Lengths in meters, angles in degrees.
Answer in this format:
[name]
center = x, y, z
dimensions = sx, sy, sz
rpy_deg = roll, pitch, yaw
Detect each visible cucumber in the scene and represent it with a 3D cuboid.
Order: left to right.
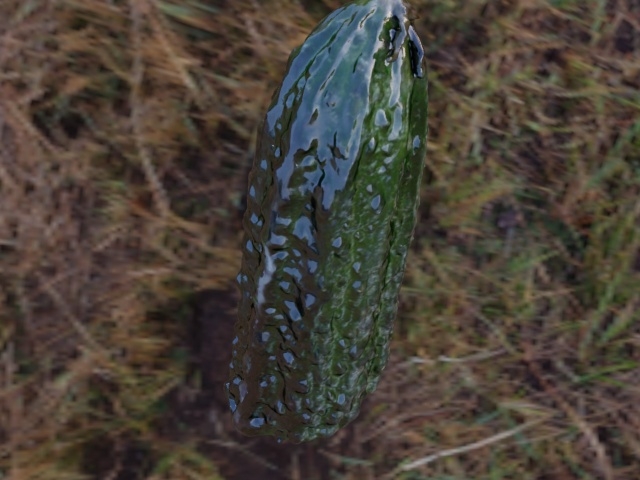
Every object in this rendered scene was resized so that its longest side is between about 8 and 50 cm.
[cucumber]
center = 0.000, 0.001, 0.713
dimensions = 0.077, 0.265, 0.077
rpy_deg = 2, 56, -3
